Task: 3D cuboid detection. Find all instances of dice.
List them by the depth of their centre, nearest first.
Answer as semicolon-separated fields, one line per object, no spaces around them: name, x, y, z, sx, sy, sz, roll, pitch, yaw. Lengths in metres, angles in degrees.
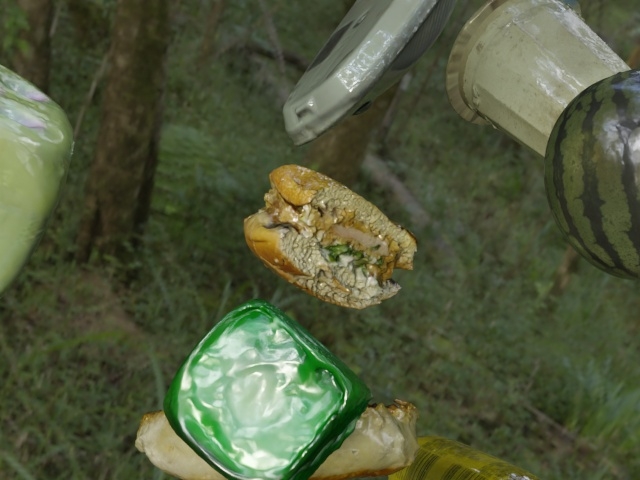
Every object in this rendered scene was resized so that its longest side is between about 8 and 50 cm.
dice;-0.043;0.134;0.999;0.131;0.128;0.120;39;-1;15
dice;-0.442;-0.076;1.358;0.254;0.252;0.249;26;16;-22

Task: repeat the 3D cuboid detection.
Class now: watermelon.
watermelon;0.322;-0.061;1.160;0.212;0.212;0.212;17;33;-12

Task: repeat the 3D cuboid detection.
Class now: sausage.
sausage;0.190;0.327;1.515;0.123;0.123;0.347;9;0;-23

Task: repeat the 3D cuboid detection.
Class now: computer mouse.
computer mouse;0.075;-0.232;1.406;0.095;0.197;0.331;41;60;-13

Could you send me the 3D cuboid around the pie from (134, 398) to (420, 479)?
pie;-0.051;0.214;1.304;0.315;0.092;0.315;-1;-5;0

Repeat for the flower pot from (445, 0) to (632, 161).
flower pot;0.292;-0.181;1.477;0.212;0.212;0.202;-3;41;-36

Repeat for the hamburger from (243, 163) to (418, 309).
hamburger;0.000;0.000;1.563;0.157;0.143;0.283;23;-6;38
